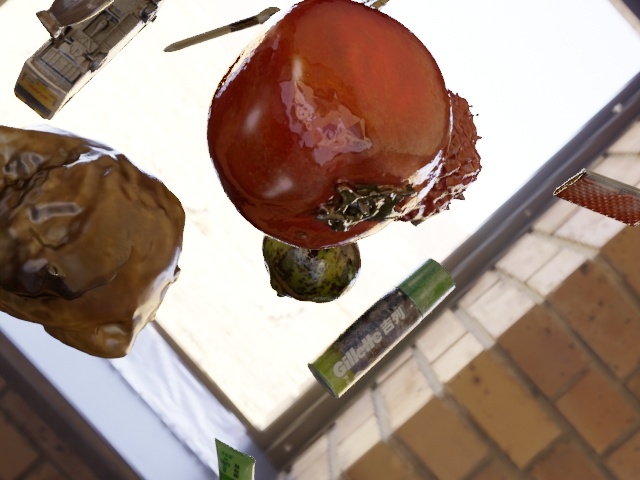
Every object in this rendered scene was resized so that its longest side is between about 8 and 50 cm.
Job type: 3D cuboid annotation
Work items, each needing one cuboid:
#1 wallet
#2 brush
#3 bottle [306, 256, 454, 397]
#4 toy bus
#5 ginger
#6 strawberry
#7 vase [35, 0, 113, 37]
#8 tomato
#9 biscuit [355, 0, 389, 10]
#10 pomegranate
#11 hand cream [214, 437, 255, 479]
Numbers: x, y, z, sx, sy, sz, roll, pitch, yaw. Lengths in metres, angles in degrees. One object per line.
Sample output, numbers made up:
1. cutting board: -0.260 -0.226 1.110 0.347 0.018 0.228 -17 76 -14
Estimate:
1. wallet: 0.559 -0.081 1.866 0.196 0.020 0.103 18 -30 -18
2. brush: -0.215 -0.470 2.168 0.042 0.299 0.039 54 -25 27
3. bottle: 0.122 0.168 1.916 0.093 0.330 0.093 45 -13 14
4. toy bus: -0.387 -0.350 1.676 0.097 0.342 0.138 38 -40 -8
5. ginger: -0.271 -0.009 0.999 0.269 0.200 0.223 17 -22 22
6. strawberry: 0.134 -0.182 1.668 0.292 0.292 0.343 50 2 23
7. vase: -0.342 -0.326 1.343 0.053 0.101 0.053 55 2 -4
8. tomato: 0.013 -0.156 1.297 0.325 0.293 0.289 -1 58 -31
9. biscuit: 0.099 -0.445 1.793 0.033 0.220 0.220 52 2 -15
10. pomegranate: -0.014 -0.002 1.957 0.222 0.204 0.276 55 -32 42
11. hand cream: -0.156 0.450 1.792 0.095 0.046 0.175 21 -51 31
